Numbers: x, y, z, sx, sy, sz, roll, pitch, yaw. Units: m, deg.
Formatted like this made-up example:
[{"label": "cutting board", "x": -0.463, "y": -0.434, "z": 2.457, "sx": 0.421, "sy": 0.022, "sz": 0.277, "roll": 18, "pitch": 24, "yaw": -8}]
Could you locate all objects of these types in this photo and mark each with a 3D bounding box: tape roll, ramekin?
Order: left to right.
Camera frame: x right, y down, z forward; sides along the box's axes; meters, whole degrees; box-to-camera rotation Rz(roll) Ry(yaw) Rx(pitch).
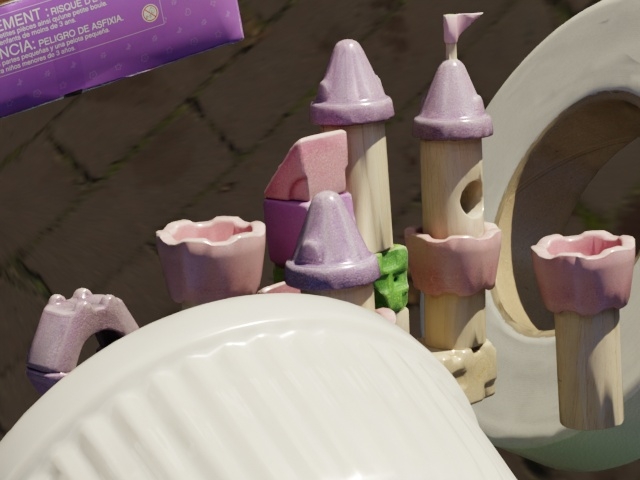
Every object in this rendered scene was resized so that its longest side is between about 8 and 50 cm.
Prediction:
[{"label": "ramekin", "x": -0.014, "y": 0.132, "z": 0.674, "sx": 0.207, "sy": 0.109, "sz": 0.207, "roll": -15, "pitch": 124, "yaw": -23}, {"label": "tape roll", "x": 0.223, "y": -0.011, "z": 1.563, "sx": 0.072, "sy": 0.392, "sz": 0.392, "roll": 24, "pitch": 87, "yaw": -29}]

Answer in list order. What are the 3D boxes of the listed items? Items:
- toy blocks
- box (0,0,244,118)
[{"label": "toy blocks", "x": 0.000, "y": 0.000, "z": 1.260, "sx": 0.288, "sy": 0.309, "sz": 0.260, "roll": -16, "pitch": 106, "yaw": -42}, {"label": "box", "x": -0.197, "y": -0.127, "z": 1.037, "sx": 0.201, "sy": 0.293, "sz": 0.057, "roll": -21, "pitch": 115, "yaw": -25}]
